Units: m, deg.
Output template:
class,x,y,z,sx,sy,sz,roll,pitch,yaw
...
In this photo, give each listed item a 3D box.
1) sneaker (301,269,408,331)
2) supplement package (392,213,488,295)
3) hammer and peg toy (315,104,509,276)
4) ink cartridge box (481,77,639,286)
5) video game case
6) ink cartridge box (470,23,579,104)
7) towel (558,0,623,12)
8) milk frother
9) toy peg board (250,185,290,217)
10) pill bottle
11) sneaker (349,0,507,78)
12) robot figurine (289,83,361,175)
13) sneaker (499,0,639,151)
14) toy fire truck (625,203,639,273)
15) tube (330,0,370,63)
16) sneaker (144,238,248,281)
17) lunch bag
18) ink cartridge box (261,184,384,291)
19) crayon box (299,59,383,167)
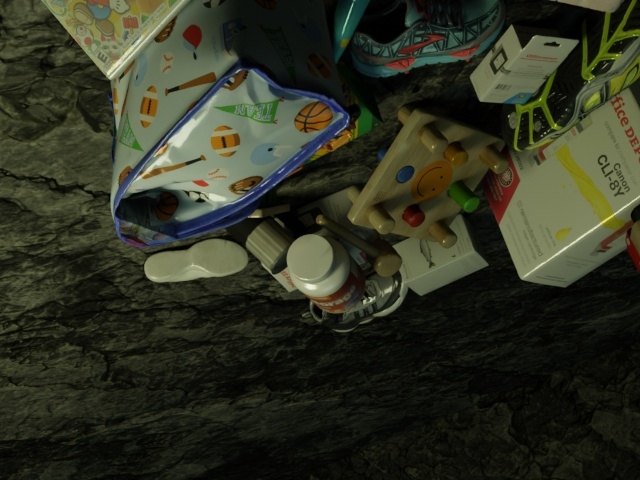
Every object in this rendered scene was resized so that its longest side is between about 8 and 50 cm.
class,x,y,z,sx,sy,sz,roll,pitch,yaw
sneaker,0.078,0.138,2.527,0.153,0.101,0.269,10,145,-46
supplement package,0.274,0.034,2.442,0.179,0.105,0.105,-26,152,16
hammer and peg toy,0.173,-0.074,2.036,0.266,0.127,0.361,13,119,-43
ink cartridge box,0.531,-0.124,2.103,0.160,0.279,0.385,11,142,-40
video game case,-0.266,-0.348,1.349,0.227,0.206,0.026,-37,-175,35
ink cartridge box,0.357,-0.318,1.876,0.104,0.060,0.180,0,149,-29
towel,0.356,-0.464,1.503,0.317,0.053,0.332,9,152,-12
milk frother,-0.095,-0.034,2.073,0.129,0.135,0.143,-42,162,-19
toy peg board,-0.156,-0.087,1.958,0.161,0.079,0.161,1,-174,17
pill bottle,0.008,0.062,2.084,0.121,0.121,0.216,-21,158,9
sneaker,0.169,-0.340,1.687,0.262,0.104,0.125,-19,151,4
robot figurine,-0.072,-0.163,1.724,0.291,0.085,0.211,-28,152,22
sneaker,0.481,-0.280,1.931,0.147,0.145,0.385,6,146,-37
toy fire truck,0.676,0.013,2.005,0.217,0.158,0.246,-15,142,-5
tube,0.046,-0.356,1.626,0.052,0.080,0.207,15,142,-10
sneaker,-0.257,0.049,2.224,0.212,0.080,0.094,-6,163,-6
lunch bag,-0.162,-0.210,1.490,0.239,0.327,0.385,22,134,-37
ink cartridge box,0.000,0.000,2.228,0.237,0.100,0.172,-22,152,10
crayon box,-0.055,-0.239,1.773,0.202,0.081,0.318,-26,151,19
